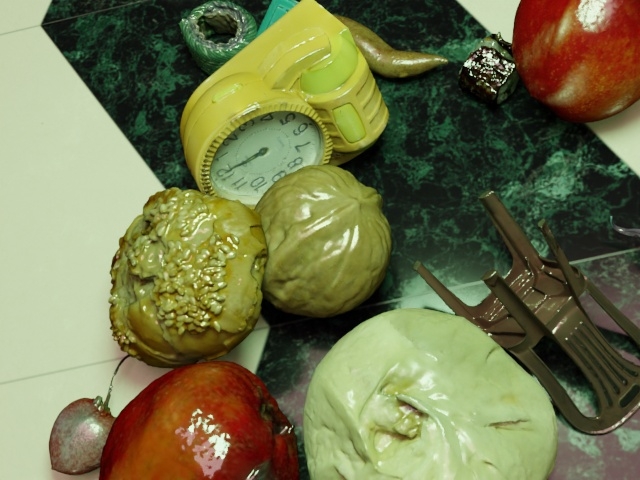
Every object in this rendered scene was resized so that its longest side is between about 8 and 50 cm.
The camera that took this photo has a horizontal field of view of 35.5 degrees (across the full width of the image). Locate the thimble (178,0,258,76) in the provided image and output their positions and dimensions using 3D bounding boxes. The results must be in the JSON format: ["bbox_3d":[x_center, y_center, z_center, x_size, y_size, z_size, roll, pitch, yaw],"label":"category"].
[{"bbox_3d":[-0.165,-0.345,1.714,0.118,0.090,0.135,-43,66,-12],"label":"thimble"}]

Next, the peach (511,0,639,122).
[{"bbox_3d":[0.415,-0.318,1.518,0.249,0.245,0.274,23,71,11],"label":"peach"}]

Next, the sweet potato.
[{"bbox_3d":[0.077,-0.324,1.683,0.281,0.059,0.067,29,63,19],"label":"sweet potato"}]

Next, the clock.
[{"bbox_3d":[-0.068,-0.188,1.560,0.317,0.244,0.200,-34,48,0],"label":"clock"}]

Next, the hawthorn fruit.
[{"bbox_3d":[-0.177,0.315,1.361,0.307,0.265,0.265,-40,66,11],"label":"hawthorn fruit"}]

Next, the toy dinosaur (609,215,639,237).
[{"bbox_3d":[0.513,0.014,1.462,0.197,0.080,0.045,28,77,19],"label":"toy dinosaur"}]

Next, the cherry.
[{"bbox_3d":[-0.317,0.258,1.494,0.107,0.090,0.225,30,66,31],"label":"cherry"}]

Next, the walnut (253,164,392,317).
[{"bbox_3d":[0.000,0.000,1.470,0.228,0.228,0.228,-3,67,8],"label":"walnut"}]

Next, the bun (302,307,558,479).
[{"bbox_3d":[0.141,0.261,1.347,0.361,0.213,0.361,-4,68,10],"label":"bun"}]

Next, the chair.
[{"bbox_3d":[0.320,0.108,1.437,0.175,0.183,0.326,-44,113,-11],"label":"chair"}]

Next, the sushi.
[{"bbox_3d":[0.274,-0.272,1.608,0.084,0.098,0.094,35,80,22],"label":"sushi"}]

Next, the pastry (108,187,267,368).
[{"bbox_3d":[-0.210,0.055,1.445,0.162,0.311,0.255,4,67,-37],"label":"pastry"}]

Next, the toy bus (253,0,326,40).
[{"bbox_3d":[-0.063,-0.327,1.659,0.079,0.092,0.160,33,106,18],"label":"toy bus"}]
